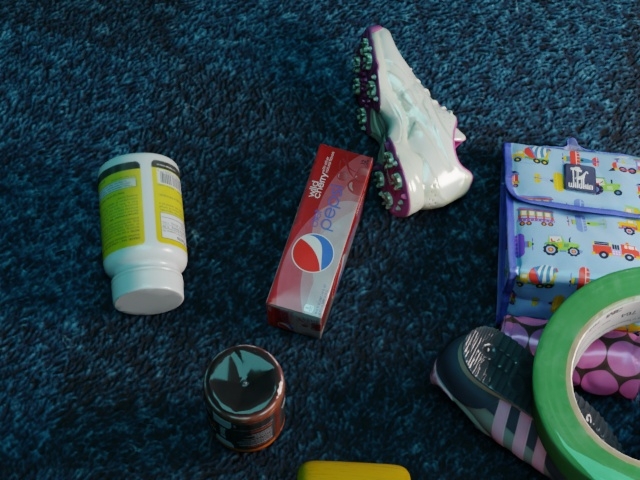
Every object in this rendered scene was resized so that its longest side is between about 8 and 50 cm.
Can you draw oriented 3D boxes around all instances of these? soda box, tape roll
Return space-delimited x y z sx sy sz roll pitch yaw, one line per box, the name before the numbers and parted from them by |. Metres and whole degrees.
soda box | 0.000 0.000 1.962 0.083 0.092 0.263 15 66 7
tape roll | 0.429 0.190 1.742 0.321 0.077 0.321 -2 63 5

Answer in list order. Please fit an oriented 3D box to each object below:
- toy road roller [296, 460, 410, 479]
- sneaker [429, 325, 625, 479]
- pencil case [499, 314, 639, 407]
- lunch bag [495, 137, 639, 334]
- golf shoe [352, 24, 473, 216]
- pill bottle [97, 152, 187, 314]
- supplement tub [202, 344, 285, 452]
toy road roller | 0.031 0.414 1.659 0.203 0.240 0.329 2 39 0
sneaker | 0.283 0.249 1.861 0.319 0.131 0.112 47 55 -5
pencil case | 0.345 0.165 1.899 0.209 0.098 0.095 12 47 7
lunch bag | 0.370 -0.024 1.982 0.221 0.138 0.293 4 53 1
golf shoe | 0.134 -0.181 2.050 0.140 0.115 0.306 -7 72 -16
pill bottle | -0.251 -0.009 1.947 0.119 0.119 0.208 -6 66 -4
supplement tub | -0.098 0.216 1.805 0.106 0.198 0.106 1 65 -1
